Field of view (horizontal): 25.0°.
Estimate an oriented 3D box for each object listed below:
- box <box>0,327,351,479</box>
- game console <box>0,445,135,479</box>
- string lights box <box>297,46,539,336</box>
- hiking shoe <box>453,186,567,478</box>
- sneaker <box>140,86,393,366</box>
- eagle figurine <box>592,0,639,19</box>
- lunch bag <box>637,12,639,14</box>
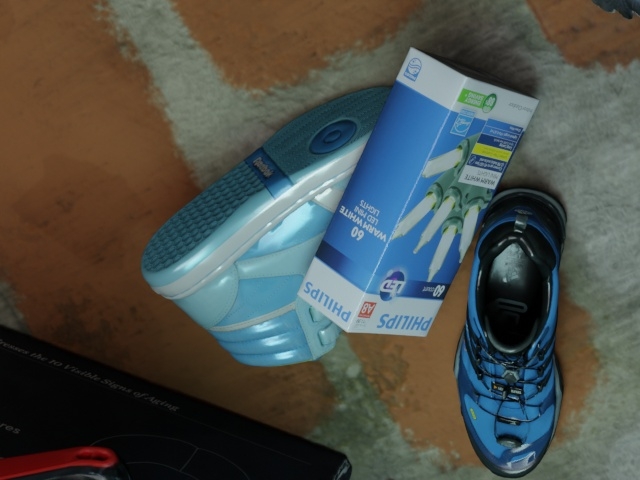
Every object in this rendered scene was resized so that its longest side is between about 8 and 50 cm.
[{"bbox_3d":[-0.277,0.346,1.439,0.479,0.472,0.297,19,112,10],"label":"box"},{"bbox_3d":[-0.259,0.362,1.161,0.342,0.060,0.387,-12,104,14],"label":"game console"},{"bbox_3d":[0.092,-0.041,1.367,0.076,0.133,0.260,34,107,36],"label":"string lights box"},{"bbox_3d":[0.178,0.104,1.415,0.113,0.132,0.304,3,107,15],"label":"hiking shoe"},{"bbox_3d":[0.000,0.000,1.456,0.319,0.127,0.208,-34,119,6],"label":"sneaker"},{"bbox_3d":[0.235,-0.351,1.245,0.298,0.225,0.226,25,153,-20],"label":"eagle figurine"},{"bbox_3d":[0.322,-0.226,1.315,0.083,0.053,0.071,43,112,9],"label":"lunch bag"}]
